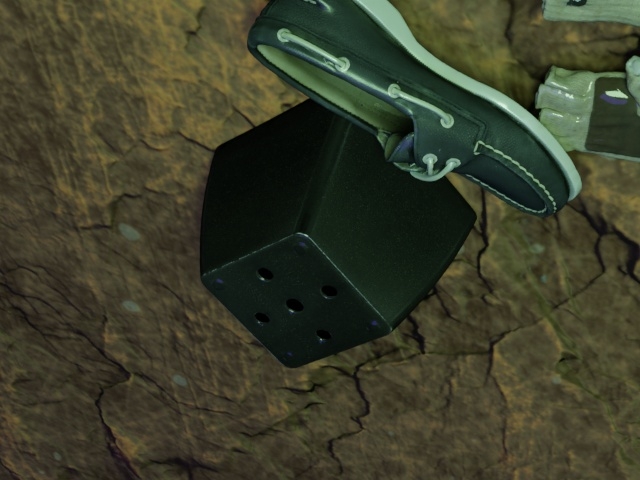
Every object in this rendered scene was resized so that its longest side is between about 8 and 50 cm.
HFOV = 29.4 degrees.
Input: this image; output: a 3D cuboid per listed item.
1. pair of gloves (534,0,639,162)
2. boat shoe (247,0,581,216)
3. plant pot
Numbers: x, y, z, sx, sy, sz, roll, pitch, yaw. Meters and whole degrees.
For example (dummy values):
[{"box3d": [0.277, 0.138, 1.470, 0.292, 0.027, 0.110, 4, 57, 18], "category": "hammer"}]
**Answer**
[{"box3d": [0.267, -0.139, 0.920, 0.204, 0.042, 0.240, 4, 145, 11], "category": "pair of gloves"}, {"box3d": [0.075, -0.101, 0.990, 0.302, 0.091, 0.114, 35, 162, -6], "category": "boat shoe"}, {"box3d": [0.000, 0.000, 1.083, 0.187, 0.167, 0.188, -23, 119, 36], "category": "plant pot"}]
